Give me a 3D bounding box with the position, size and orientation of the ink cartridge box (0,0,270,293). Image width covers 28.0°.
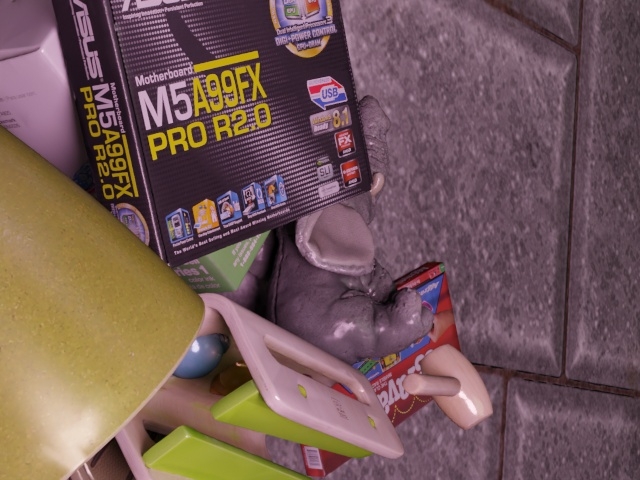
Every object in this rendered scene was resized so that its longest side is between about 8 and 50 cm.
[{"bbox_3d":[-0.141,-0.119,1.082,0.278,0.117,0.201,53,50,-34],"label":"ink cartridge box"}]

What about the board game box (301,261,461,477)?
[{"bbox_3d":[0.065,0.133,1.398,0.281,0.027,0.145,-26,109,-49],"label":"board game box"}]

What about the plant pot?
[{"bbox_3d":[-0.270,0.012,0.830,0.294,0.274,0.275,54,48,-15],"label":"plant pot"}]

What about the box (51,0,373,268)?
[{"bbox_3d":[-0.074,-0.113,1.022,0.270,0.060,0.216,-22,106,-49],"label":"box"}]

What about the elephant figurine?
[{"bbox_3d":[0.000,0.000,1.224,0.186,0.169,0.240,-27,99,-73],"label":"elephant figurine"}]

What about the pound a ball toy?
[{"bbox_3d":[-0.011,0.117,1.047,0.136,0.208,0.319,60,12,26],"label":"pound a ball toy"}]

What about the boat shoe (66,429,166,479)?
[{"bbox_3d":[-0.153,0.224,1.060,0.302,0.103,0.113,58,43,-31],"label":"boat shoe"}]
